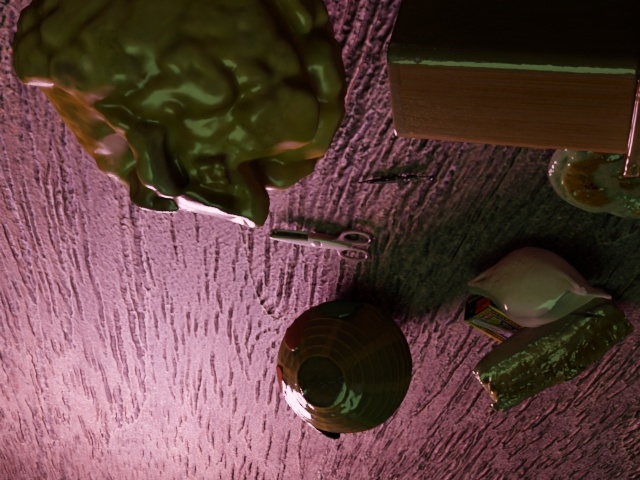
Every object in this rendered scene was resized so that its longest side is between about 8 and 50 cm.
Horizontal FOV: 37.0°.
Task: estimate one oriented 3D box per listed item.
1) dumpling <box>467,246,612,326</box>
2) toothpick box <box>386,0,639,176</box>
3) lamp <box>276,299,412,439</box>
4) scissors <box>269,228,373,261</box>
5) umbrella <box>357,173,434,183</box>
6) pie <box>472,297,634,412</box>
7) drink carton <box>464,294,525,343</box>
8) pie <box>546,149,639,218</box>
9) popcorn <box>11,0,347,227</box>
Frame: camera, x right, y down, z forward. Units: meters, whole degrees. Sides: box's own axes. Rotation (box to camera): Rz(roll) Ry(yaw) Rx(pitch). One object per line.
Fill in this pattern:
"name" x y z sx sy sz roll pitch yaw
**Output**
"dumpling" 0.359 0.080 1.562 0.215 0.126 0.166 -30 153 31
"toothpick box" 0.249 -0.212 1.166 0.308 0.187 0.190 6 143 14
"lamp" 0.055 0.220 1.746 0.250 0.284 0.250 4 100 25
"scissors" 0.000 0.000 1.626 0.176 0.022 0.085 8 144 1
"umbrella" 0.115 -0.095 1.481 0.122 0.013 0.022 -2 161 17
"pie" 0.391 0.191 1.638 0.282 0.068 0.128 -36 112 11
"drink carton" 0.339 0.149 1.690 0.165 0.056 0.071 29 135 -20
"pie" 0.435 -0.113 1.334 0.240 0.054 0.240 6 142 5
"popcorn" -0.156 -0.215 1.164 0.354 0.344 0.390 -38 102 9
